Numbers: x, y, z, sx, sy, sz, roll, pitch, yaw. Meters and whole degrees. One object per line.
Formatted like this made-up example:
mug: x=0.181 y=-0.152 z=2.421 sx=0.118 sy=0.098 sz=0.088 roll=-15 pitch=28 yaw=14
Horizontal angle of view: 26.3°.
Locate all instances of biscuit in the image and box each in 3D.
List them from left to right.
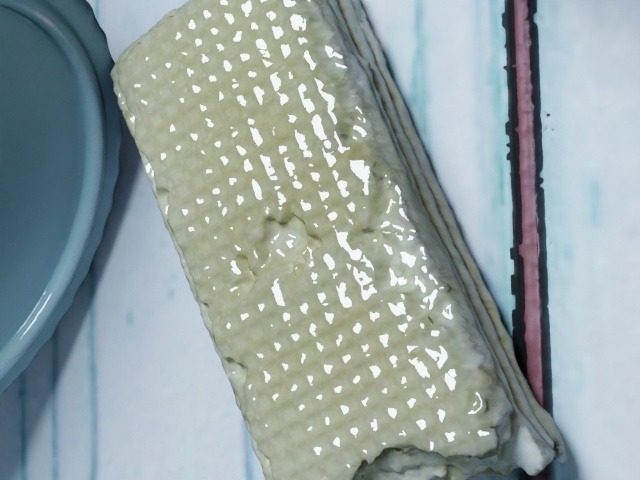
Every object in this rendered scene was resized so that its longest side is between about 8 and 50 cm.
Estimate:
biscuit: x=0.000 y=0.000 z=0.547 sx=0.108 sy=0.062 sz=0.239 roll=-31 pitch=71 yaw=25

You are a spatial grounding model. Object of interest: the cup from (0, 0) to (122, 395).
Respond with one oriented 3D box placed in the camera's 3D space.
cup: x=-0.267 y=-0.094 z=0.597 sx=0.311 sy=0.257 sz=0.331 roll=27 pitch=111 yaw=28
